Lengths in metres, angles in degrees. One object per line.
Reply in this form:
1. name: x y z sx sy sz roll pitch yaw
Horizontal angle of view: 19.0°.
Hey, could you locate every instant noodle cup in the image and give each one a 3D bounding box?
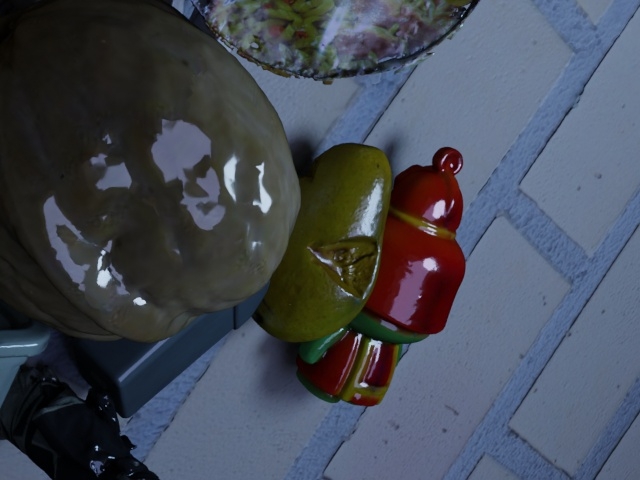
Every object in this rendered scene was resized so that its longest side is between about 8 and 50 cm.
1. instant noodle cup: 0.000 -0.354 1.936 0.340 0.266 0.339 -3 113 -8

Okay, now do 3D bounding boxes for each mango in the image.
1. mango: 0.000 0.000 2.337 0.130 0.167 0.262 4 108 -63

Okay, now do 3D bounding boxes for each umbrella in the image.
1. umbrella: -0.224 0.255 2.092 0.113 0.358 0.106 -24 139 -40

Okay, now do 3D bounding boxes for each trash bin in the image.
1. trash bin: -0.169 0.085 2.206 0.236 0.101 0.176 -43 169 -16

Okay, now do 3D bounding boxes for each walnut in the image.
1. walnut: -0.208 -0.072 1.907 0.381 0.381 0.381 -26 130 -35

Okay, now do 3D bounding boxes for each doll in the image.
1. doll: 0.096 0.046 2.458 0.183 0.160 0.363 15 101 -43

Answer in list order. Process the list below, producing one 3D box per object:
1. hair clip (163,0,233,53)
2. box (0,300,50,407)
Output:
1. hair clip: -0.177 -0.138 2.108 0.101 0.085 0.330 0 115 -45
2. box: -0.450 0.132 1.931 0.312 0.175 0.182 -3 124 -46
